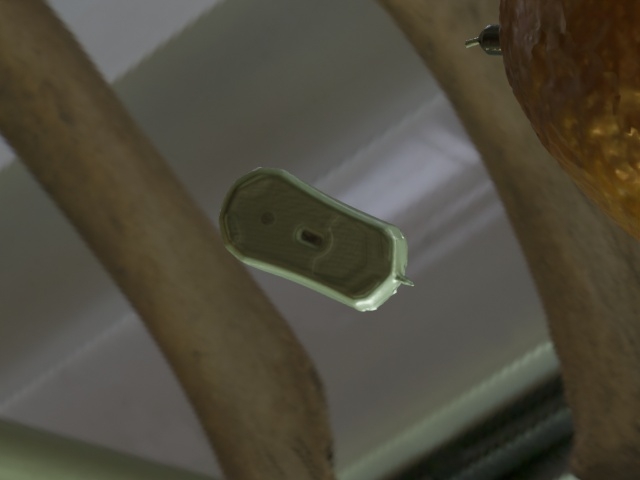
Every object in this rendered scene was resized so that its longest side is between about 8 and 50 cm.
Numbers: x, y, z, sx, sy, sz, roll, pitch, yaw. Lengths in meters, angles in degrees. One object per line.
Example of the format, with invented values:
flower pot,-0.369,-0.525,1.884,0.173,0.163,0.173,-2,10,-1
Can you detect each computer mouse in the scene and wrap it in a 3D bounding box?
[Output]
computer mouse,0.000,0.000,1.485,0.181,0.056,0.089,24,-86,2

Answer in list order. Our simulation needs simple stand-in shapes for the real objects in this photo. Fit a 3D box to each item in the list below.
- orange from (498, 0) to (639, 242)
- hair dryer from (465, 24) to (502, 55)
orange,0.276,-0.126,0.863,0.357,0.322,0.322,15,-104,13
hair dryer,0.236,-0.184,1.655,0.219,0.071,0.124,8,-69,35
